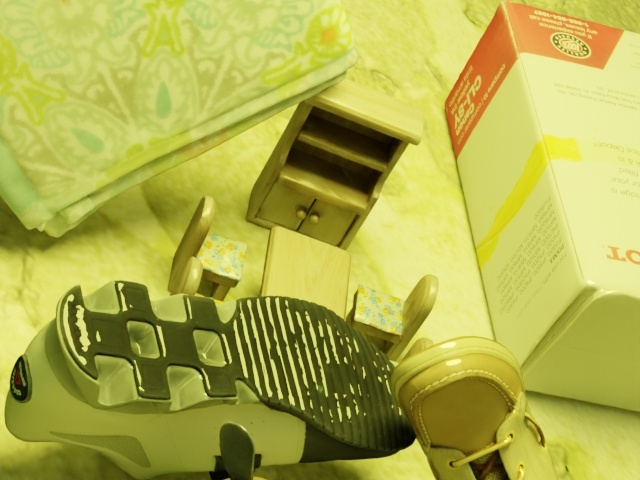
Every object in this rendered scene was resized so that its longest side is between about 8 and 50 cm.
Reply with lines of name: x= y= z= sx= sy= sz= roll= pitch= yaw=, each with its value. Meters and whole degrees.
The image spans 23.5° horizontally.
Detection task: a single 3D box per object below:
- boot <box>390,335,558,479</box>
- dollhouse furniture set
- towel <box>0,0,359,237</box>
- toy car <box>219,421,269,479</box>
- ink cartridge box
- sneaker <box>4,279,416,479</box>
boot: x=0.137 y=0.202 z=1.145 sx=0.095 sy=0.262 sz=0.203 roll=-20 pitch=56 yaw=6
dollhouse furniture set: x=0.000 y=0.000 z=1.294 sx=0.212 sy=0.161 sz=0.242 roll=20 pitch=42 yaw=-12
towel: x=-0.177 y=-0.217 z=1.201 sx=0.321 sy=0.374 sz=0.090 roll=-28 pitch=28 yaw=0
toy car: x=-0.064 y=0.213 z=1.028 sx=0.149 sy=0.188 sz=0.155 roll=-23 pitch=63 yaw=-43
ink cartridge box: x=0.297 y=-0.027 z=1.495 sx=0.279 sy=0.160 sz=0.384 roll=12 pitch=45 yaw=-20
sneaker: x=-0.082 y=0.118 z=1.152 sx=0.331 sy=0.146 sz=0.122 roll=15 pitch=47 yaw=-33
